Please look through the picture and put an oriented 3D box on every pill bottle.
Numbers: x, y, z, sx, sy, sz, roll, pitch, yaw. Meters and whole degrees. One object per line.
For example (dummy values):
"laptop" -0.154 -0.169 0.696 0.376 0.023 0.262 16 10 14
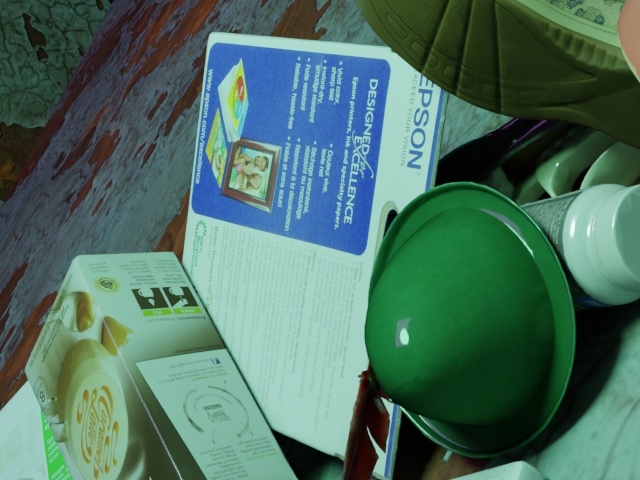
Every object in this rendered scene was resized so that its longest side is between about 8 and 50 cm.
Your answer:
"pill bottle" 0.172 0.006 0.996 0.137 0.078 0.078 -16 43 62

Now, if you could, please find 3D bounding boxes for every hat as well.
"hat" 0.038 0.063 0.944 0.208 0.183 0.173 55 128 31

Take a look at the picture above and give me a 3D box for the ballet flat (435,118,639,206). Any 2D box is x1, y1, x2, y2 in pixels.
"ballet flat" 0.153 -0.044 1.108 0.280 0.095 0.096 -41 35 36

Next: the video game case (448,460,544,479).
"video game case" 0.040 0.257 0.972 0.206 0.026 0.227 -28 34 52

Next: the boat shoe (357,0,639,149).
"boat shoe" 0.162 -0.133 0.998 0.104 0.285 0.089 102 -166 -54

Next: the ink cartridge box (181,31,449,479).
"ink cartridge box" 0.000 0.000 1.192 0.307 0.072 0.303 15 99 50

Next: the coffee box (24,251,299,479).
"coffee box" -0.133 0.144 1.228 0.246 0.098 0.141 57 134 35

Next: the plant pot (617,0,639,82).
"plant pot" 0.288 -0.141 0.729 0.243 0.275 0.275 -54 18 29

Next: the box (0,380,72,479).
"box" -0.232 0.255 1.392 0.262 0.127 0.231 -46 38 25
